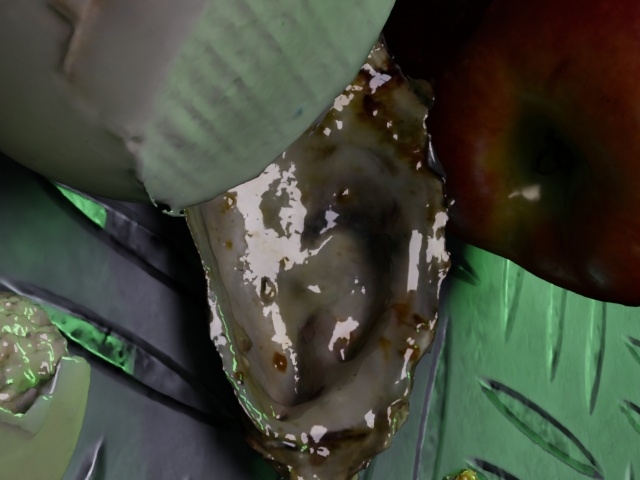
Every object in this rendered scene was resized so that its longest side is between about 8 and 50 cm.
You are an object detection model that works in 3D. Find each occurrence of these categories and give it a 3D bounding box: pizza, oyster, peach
[{"bbox_3d":[0.134,0.219,1.121,0.083,0.016,0.037,37,53,-34],"label":"pizza"},{"bbox_3d":[0.006,0.010,0.940,0.221,0.096,0.361,-16,87,-18],"label":"oyster"},{"bbox_3d":[0.209,-0.158,1.081,0.310,0.335,0.406,27,57,-30],"label":"peach"}]

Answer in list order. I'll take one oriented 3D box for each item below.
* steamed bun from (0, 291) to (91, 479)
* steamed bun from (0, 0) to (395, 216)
[{"bbox_3d":[-0.218,0.062,0.612,0.225,0.170,0.200,-10,82,-53],"label":"steamed bun"},{"bbox_3d":[-0.119,-0.189,0.749,0.309,0.309,0.309,20,63,-47],"label":"steamed bun"}]
